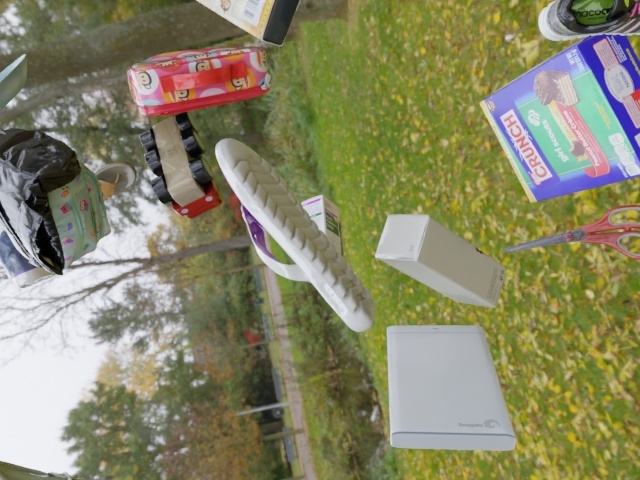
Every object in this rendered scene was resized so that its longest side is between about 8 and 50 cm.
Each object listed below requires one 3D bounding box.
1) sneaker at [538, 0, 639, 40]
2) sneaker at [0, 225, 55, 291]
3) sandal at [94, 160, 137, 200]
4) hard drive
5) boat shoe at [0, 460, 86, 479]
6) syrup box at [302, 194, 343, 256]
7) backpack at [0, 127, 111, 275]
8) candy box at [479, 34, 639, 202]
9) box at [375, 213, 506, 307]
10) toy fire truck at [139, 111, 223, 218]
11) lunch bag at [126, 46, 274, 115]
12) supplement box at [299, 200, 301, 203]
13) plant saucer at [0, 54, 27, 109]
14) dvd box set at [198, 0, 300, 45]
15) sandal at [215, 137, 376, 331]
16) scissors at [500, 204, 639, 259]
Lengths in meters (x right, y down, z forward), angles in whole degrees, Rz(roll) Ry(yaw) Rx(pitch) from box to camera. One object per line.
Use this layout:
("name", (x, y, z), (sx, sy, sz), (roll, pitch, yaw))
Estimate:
("sneaker", (0.339, -0.264, 0.617), (0.075, 0.171, 0.063), (-45, -52, -75))
("sneaker", (-0.823, 0.010, 1.502), (0.323, 0.130, 0.236), (-13, 103, 65))
("sandal", (-0.466, -0.106, 1.142), (0.049, 0.180, 0.072), (-118, 11, -45))
("hard drive", (0.265, 0.303, 1.200), (0.353, 0.233, 0.047), (-79, -13, -63))
("boat shoe", (-0.400, 0.413, 0.864), (0.302, 0.094, 0.109), (43, 172, -25))
("syrup box", (0.000, 0.000, 1.556), (0.093, 0.096, 0.236), (34, -135, -50))
("backpack", (-0.350, -0.044, 0.714), (0.152, 0.115, 0.182), (28, 138, 26))
("candy box", (0.506, -0.240, 1.124), (0.268, 0.122, 0.317), (60, 165, -3))
("box", (0.246, 0.044, 1.100), (0.113, 0.275, 0.094), (4, 71, 50))
("toy fire truck", (-0.294, -0.126, 1.239), (0.217, 0.159, 0.246), (66, -175, 32))
("lunch bag", (-0.257, -0.348, 1.180), (0.258, 0.293, 0.120), (-140, 38, -63))
("supplement box", (-0.099, -0.073, 1.287), (0.036, 0.099, 0.062), (-30, -48, -76))
("plant saucer", (-0.596, -0.260, 1.005), (0.037, 0.195, 0.195), (49, -169, -35))
("dvd box set", (-0.166, -0.630, 1.156), (0.420, 0.062, 0.307), (41, 119, 35))
("sandal", (-0.061, 0.007, 0.952), (0.416, 0.102, 0.169), (51, -163, -4))
("scissors", (0.527, -0.020, 1.127), (0.021, 0.297, 0.108), (13, -100, -63))
